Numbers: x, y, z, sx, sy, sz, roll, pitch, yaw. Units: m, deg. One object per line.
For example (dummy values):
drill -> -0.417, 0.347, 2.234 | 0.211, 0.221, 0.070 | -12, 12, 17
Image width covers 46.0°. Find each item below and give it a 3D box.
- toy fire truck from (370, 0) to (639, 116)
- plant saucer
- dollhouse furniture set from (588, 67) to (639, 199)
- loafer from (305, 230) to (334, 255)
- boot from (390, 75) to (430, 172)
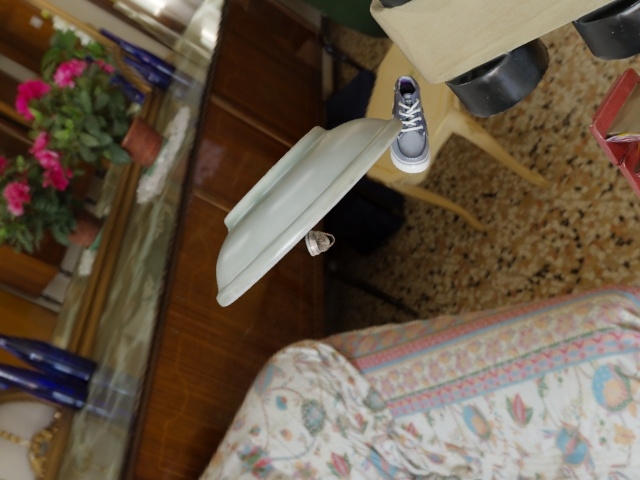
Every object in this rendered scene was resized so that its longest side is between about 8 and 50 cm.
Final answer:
toy fire truck -> 0.134, -0.230, 0.419 | 0.217, 0.158, 0.246 | -21, 38, 40
plant saucer -> -0.044, -0.071, 1.182 | 0.400, 0.100, 0.400 | -45, 4, 4
dollhouse furniture set -> 0.542, -0.236, 0.963 | 0.374, 0.152, 0.201 | -54, 26, -12
loafer -> 0.000, 0.000, 1.343 | 0.039, 0.045, 0.125 | -16, 1, 7
boot -> 0.147, -0.199, 1.272 | 0.190, 0.069, 0.086 | -94, -3, -50
